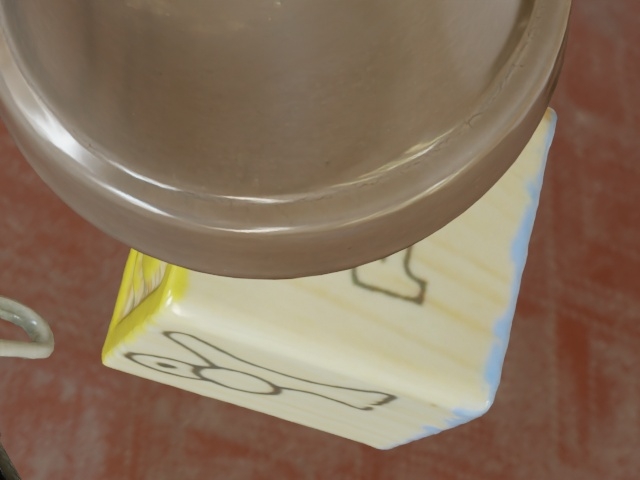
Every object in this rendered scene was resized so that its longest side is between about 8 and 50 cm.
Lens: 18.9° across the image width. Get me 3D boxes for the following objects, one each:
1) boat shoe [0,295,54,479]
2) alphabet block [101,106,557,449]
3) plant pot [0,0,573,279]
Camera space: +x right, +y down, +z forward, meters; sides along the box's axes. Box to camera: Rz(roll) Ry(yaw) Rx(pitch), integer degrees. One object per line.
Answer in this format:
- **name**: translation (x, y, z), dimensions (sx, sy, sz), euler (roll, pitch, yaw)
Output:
- **boat shoe**: translation (-0.131, 0.055, 0.522), dimensions (0.306, 0.105, 0.113), euler (64, 20, -11)
- **alphabet block**: translation (0.000, 0.000, 1.143), dimensions (0.197, 0.192, 0.193), euler (18, 71, -13)
- **plant pot**: translation (-0.020, -0.146, 0.741), dimensions (0.263, 0.229, 0.263), euler (0, 68, 0)
